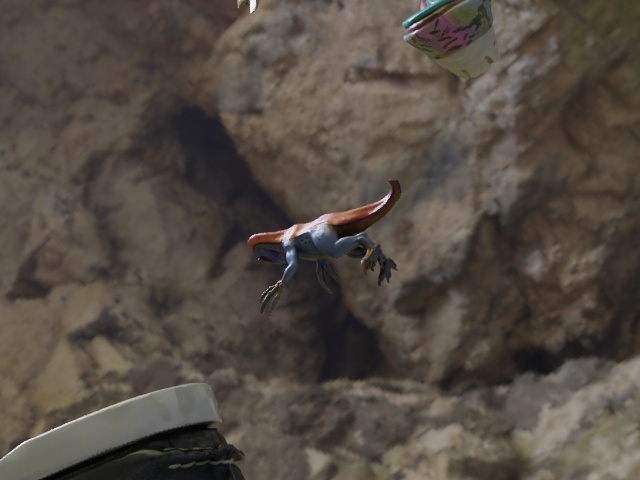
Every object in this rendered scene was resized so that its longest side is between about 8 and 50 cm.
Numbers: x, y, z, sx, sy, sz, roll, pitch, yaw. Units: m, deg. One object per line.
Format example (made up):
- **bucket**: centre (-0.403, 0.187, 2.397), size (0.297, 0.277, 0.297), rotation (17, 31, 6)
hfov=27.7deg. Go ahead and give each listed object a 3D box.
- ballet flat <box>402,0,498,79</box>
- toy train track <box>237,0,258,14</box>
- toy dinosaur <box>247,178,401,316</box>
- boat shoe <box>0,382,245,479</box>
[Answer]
- **ballet flat**: centre (0.119, -0.182, 1.110), size (0.079, 0.077, 0.221), rotation (62, -165, -13)
- **toy train track**: centre (-0.041, -0.211, 1.039), size (0.014, 0.083, 0.048), rotation (11, -121, -30)
- **toy dinosaur**: centre (0.000, 0.000, 0.684), size (0.082, 0.090, 0.047), rotation (23, -174, 29)
- **boat shoe**: centre (-0.173, 0.166, 0.605), size (0.091, 0.302, 0.114), rotation (66, -170, 16)
